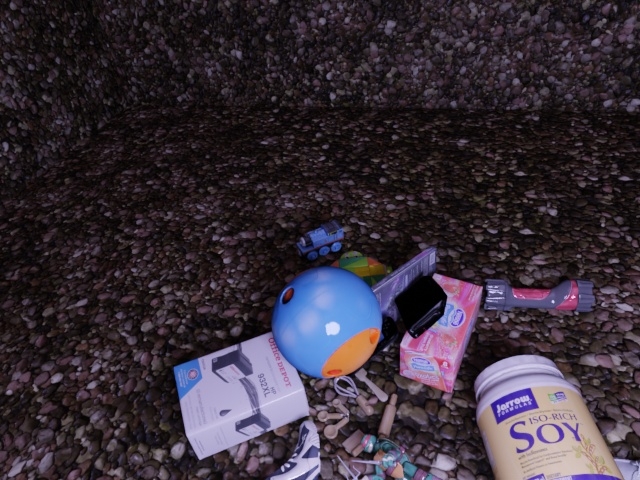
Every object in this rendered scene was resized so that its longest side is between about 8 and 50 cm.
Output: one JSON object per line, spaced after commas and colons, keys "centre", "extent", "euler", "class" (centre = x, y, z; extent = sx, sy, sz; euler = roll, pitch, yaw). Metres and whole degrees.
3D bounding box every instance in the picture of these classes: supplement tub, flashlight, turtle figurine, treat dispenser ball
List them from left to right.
{"centre": [0.016, 0.210, 1.249], "extent": [0.288, 0.288, 0.288], "euler": [-4, 39, 4], "class": "treat dispenser ball"}
{"centre": [0.157, 0.511, 1.078], "extent": [0.234, 0.175, 0.118], "euler": [29, 48, 21], "class": "turtle figurine"}
{"centre": [0.661, 0.160, 1.468], "extent": [0.304, 0.103, 0.103], "euler": [3, 42, 12], "class": "flashlight"}
{"centre": [0.482, 0.445, 1.042], "extent": [0.241, 0.241, 0.331], "euler": [-6, 39, 1], "class": "supplement tub"}

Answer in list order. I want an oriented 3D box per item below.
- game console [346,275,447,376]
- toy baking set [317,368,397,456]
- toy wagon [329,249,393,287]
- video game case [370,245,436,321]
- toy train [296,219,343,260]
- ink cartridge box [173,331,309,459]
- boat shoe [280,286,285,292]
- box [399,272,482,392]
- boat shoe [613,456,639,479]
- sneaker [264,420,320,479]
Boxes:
{"centre": [0.193, 0.246, 1.314], "extent": [0.361, 0.044, 0.213], "euler": [-44, 9, 9], "class": "game console"}
{"centre": [0.105, 0.440, 1.273], "extent": [0.196, 0.030, 0.256], "euler": [13, 43, 23], "class": "toy baking set"}
{"centre": [0.113, 0.136, 1.610], "extent": [0.267, 0.068, 0.344], "euler": [-6, 39, 1], "class": "toy wagon"}
{"centre": [0.252, 0.156, 1.462], "extent": [0.274, 0.196, 0.026], "euler": [-30, 44, -25], "class": "video game case"}
{"centre": [0.000, 0.000, 1.763], "extent": [0.184, 0.105, 0.080], "euler": [-20, 41, -15], "class": "toy train"}
{"centre": [-0.213, 0.403, 1.289], "extent": [0.307, 0.129, 0.223], "euler": [-18, 41, -13], "class": "ink cartridge box"}
{"centre": [-0.030, 0.241, 1.470], "extent": [0.302, 0.114, 0.091], "euler": [25, 43, 34], "class": "boat shoe"}
{"centre": [0.348, 0.255, 1.369], "extent": [0.154, 0.142, 0.300], "euler": [16, 45, 25], "class": "box"}
{"centre": [0.717, 0.513, 1.047], "extent": [0.227, 0.081, 0.079], "euler": [8, 42, 17], "class": "boat shoe"}
{"centre": [-0.077, 0.541, 1.128], "extent": [0.153, 0.094, 0.235], "euler": [0, 49, -5], "class": "sneaker"}
